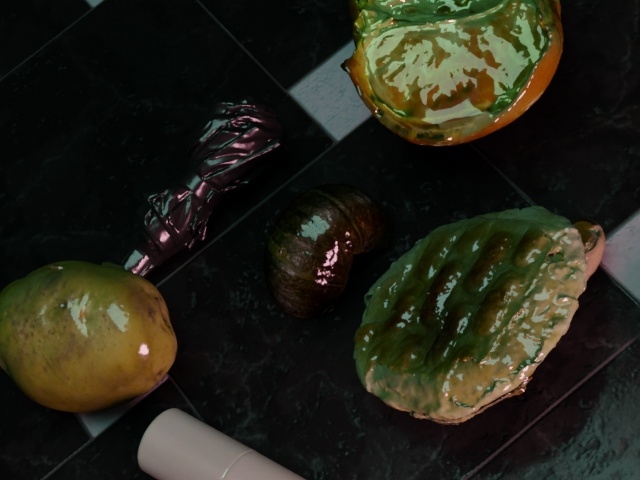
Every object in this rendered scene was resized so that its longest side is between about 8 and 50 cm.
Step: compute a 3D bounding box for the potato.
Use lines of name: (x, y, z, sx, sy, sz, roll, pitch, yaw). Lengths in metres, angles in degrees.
potato: (-0.295, 0.117, 1.805, 0.228, 0.148, 0.197, -25, 94, 18)

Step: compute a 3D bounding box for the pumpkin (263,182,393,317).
pumpkin: (0.000, 0.000, 1.797, 0.119, 0.107, 0.183, 32, 77, 26)

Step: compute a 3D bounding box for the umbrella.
umbrella: (-0.177, -0.046, 1.899, 0.118, 0.118, 0.340, 38, 88, 33)

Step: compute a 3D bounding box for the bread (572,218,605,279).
bread: (0.259, 0.064, 1.690, 0.214, 0.053, 0.073, -49, 39, -8)

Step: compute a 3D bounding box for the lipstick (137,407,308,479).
lipstick: (-0.061, 0.297, 1.652, 0.327, 0.087, 0.087, 24, 72, 30)

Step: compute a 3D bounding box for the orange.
orange: (0.178, -0.264, 1.831, 0.263, 0.196, 0.334, -26, 50, 22)

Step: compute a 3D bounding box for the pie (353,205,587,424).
pie: (0.165, 0.080, 1.662, 0.306, 0.071, 0.306, -28, 38, 25)
